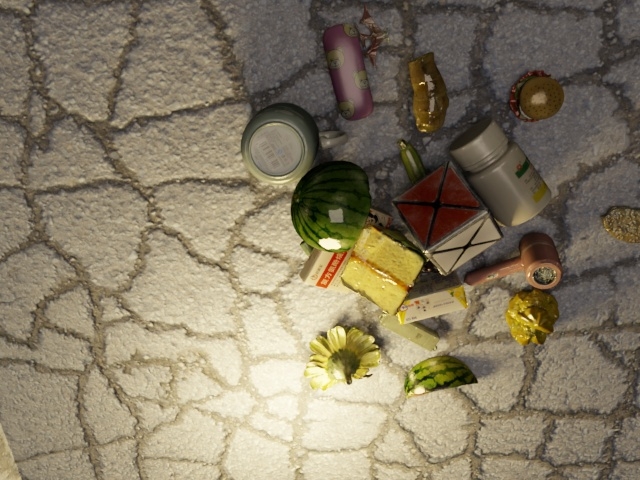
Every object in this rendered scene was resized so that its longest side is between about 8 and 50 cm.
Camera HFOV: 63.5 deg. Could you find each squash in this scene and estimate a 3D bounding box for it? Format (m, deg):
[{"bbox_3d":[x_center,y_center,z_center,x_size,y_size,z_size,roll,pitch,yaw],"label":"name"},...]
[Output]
[{"bbox_3d":[0.342,-0.254,1.855,0.066,0.066,0.252,-24,107,10],"label":"squash"}]

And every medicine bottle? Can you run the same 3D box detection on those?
[{"bbox_3d":[0.612,-0.234,1.776,0.208,0.208,0.339,-37,103,13],"label":"medicine bottle"}]

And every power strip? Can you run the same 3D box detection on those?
[{"bbox_3d":[0.353,0.354,2.065,0.272,0.052,0.078,28,107,-6],"label":"power strip"}]

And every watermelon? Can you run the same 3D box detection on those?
[{"bbox_3d":[0.483,0.573,2.092,0.304,0.128,0.159,-16,107,7],"label":"watermelon"},{"bbox_3d":[0.010,-0.129,1.753,0.189,0.331,0.330,7,114,-43],"label":"watermelon"}]

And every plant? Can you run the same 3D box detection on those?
[{"bbox_3d":[0.114,0.503,2.057,0.261,0.297,0.305,27,92,-38],"label":"plant"}]

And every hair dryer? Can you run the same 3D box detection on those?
[{"bbox_3d":[0.000,0.000,1.973,0.150,0.047,0.071,-35,106,2],"label":"hair dryer"},{"bbox_3d":[0.698,0.113,1.908,0.353,0.210,0.125,-23,112,25],"label":"hair dryer"}]

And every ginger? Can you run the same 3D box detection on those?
[{"bbox_3d":[0.368,-0.500,1.755,0.109,0.116,0.262,-21,106,-34],"label":"ginger"}]

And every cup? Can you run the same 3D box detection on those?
[{"bbox_3d":[-0.084,-0.326,1.738,0.357,0.274,0.259,-4,109,4],"label":"cup"}]

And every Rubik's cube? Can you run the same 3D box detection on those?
[{"bbox_3d":[0.435,-0.068,1.771,0.255,0.259,0.260,-35,143,14],"label":"Rubik's cube"}]

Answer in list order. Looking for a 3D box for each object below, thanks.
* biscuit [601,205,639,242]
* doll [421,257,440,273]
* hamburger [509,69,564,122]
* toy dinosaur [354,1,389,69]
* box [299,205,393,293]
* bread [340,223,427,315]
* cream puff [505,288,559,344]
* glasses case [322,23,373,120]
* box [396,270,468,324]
[{"bbox_3d":[1.176,-0.057,1.904,0.290,0.038,0.141,1,109,4],"label":"biscuit"},{"bbox_3d":[0.397,0.102,1.951,0.139,0.165,0.057,-2,76,-35],"label":"doll"},{"bbox_3d":[0.730,-0.476,1.731,0.175,0.137,0.175,1,112,3],"label":"hamburger"},{"bbox_3d":[0.175,-0.688,1.736,0.108,0.032,0.220,-8,98,9],"label":"toy dinosaur"},{"bbox_3d":[0.094,0.023,1.912,0.214,0.069,0.353,18,109,-35],"label":"box"},{"bbox_3d":[0.223,0.106,1.833,0.198,0.236,0.263,6,118,-39],"label":"bread"},{"bbox_3d":[0.805,0.295,1.967,0.195,0.194,0.220,16,105,-3],"label":"cream puff"},{"bbox_3d":[0.094,-0.567,1.755,0.123,0.076,0.316,-13,107,7],"label":"glasses case"},{"bbox_3d":[0.405,0.209,1.957,0.265,0.168,0.097,-16,110,6],"label":"box"}]
